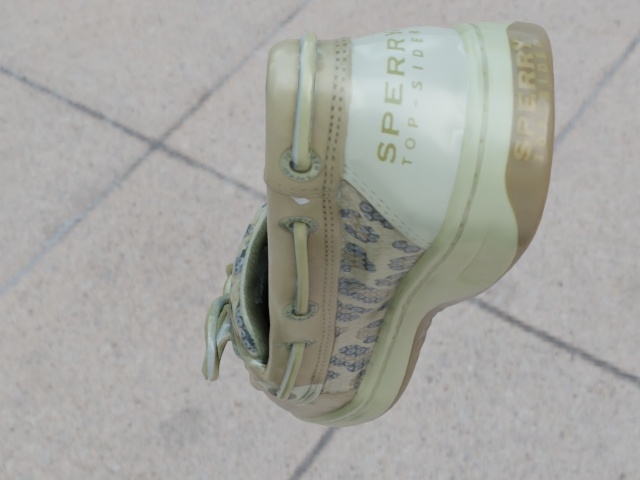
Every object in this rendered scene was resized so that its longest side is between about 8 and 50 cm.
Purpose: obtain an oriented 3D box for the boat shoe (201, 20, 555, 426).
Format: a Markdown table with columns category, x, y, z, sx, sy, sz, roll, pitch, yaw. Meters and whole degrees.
| category | x | y | z | sx | sy | sz | roll | pitch | yaw |
| --- | --- | --- | --- | --- | --- | --- | --- | --- | --- |
| boat shoe | 0.000 | 0.000 | 0.470 | 0.089 | 0.285 | 0.104 | 6 | 64 | -11 |
